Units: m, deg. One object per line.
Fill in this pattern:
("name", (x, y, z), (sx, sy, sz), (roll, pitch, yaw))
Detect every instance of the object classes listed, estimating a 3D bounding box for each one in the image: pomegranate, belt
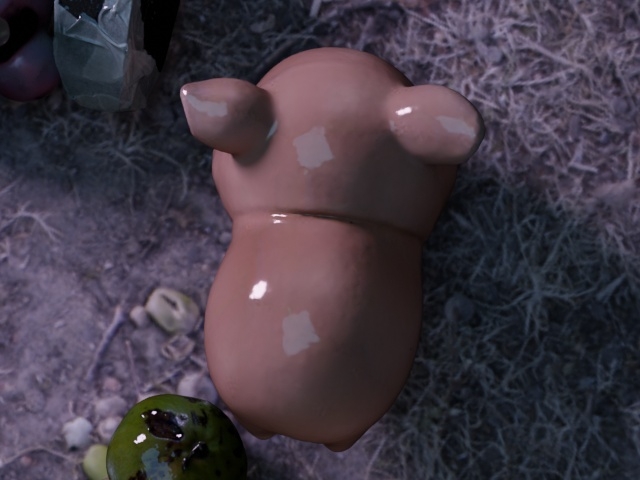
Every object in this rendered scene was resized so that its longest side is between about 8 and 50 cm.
("pomegranate", (-0.132, 0.197, 1.619), (0.161, 0.122, 0.122), (-34, 78, 41))
("belt", (-0.168, -0.207, 1.636), (0.078, 0.151, 0.198), (13, 89, 8))

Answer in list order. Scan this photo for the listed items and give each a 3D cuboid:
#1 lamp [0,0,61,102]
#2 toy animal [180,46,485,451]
("lamp", (-0.310, -0.275, 1.619), (0.247, 0.247, 0.301), (14, 85, -14))
("toy animal", (0.000, 0.000, 1.547), (0.237, 0.269, 0.326), (6, 45, 1))
